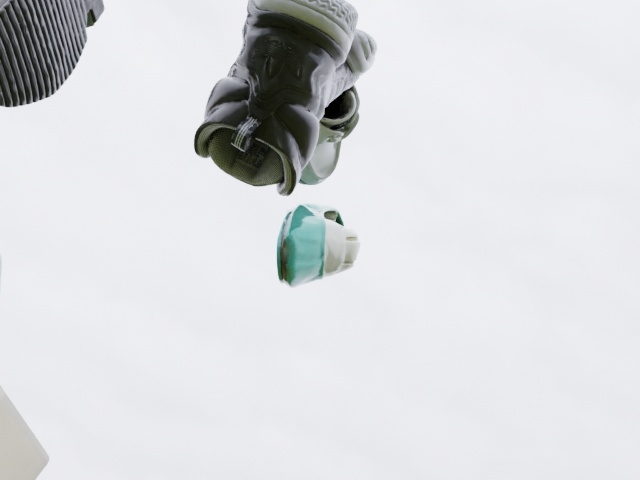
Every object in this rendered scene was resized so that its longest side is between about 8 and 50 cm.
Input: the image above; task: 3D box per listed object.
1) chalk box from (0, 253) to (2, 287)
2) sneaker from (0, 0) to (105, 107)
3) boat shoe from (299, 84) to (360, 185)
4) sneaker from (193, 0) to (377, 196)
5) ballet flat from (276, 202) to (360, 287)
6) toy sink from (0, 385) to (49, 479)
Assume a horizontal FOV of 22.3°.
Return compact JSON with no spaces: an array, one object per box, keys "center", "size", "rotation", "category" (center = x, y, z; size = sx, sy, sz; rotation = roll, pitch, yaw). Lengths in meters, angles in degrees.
[{"center":[-0.324,-0.024,0.933],"size":[0.180,0.179,0.289],"rotation":[-19,-57,3],"category":"chalk box"},{"center":[-0.310,-0.240,1.639],"size":[0.146,0.330,0.122],"rotation":[5,-54,16],"category":"sneaker"},{"center":[-0.003,-0.139,1.696],"size":[0.084,0.095,0.258],"rotation":[30,-26,27],"category":"boat shoe"},{"center":[-0.032,-0.116,1.285],"size":[0.101,0.153,0.268],"rotation":[24,-1,6],"category":"sneaker"},{"center":[0.000,0.000,1.746],"size":[0.087,0.247,0.083],"rotation":[3,-82,1],"category":"ballet flat"},{"center":[-0.434,0.286,1.806],"size":[0.153,0.234,0.131],"rotation":[-22,-72,28],"category":"toy sink"}]
